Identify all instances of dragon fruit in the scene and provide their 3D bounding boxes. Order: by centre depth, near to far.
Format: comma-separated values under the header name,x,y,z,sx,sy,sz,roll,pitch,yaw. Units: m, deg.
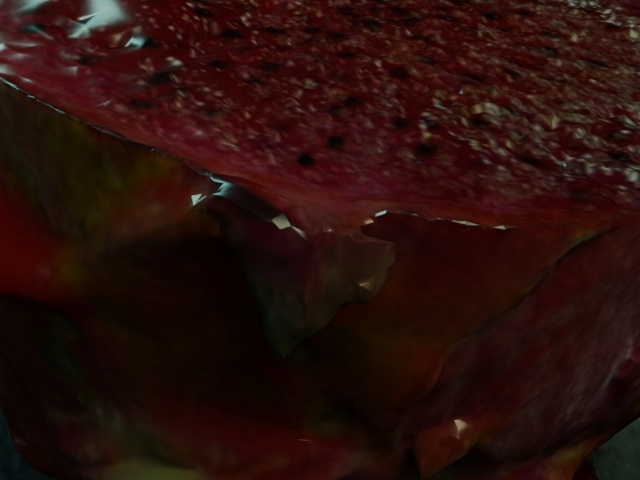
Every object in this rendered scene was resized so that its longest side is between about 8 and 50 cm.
name,x,y,z,sx,sy,sz,roll,pitch,yaw
dragon fruit,0.000,0.000,0.730,0.371,0.249,0.386,14,25,6
